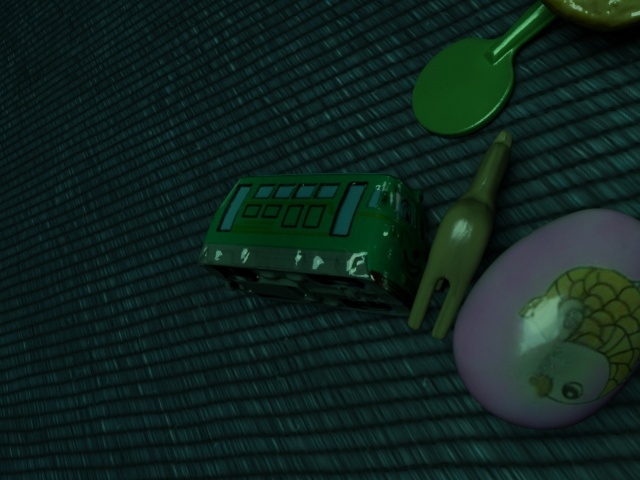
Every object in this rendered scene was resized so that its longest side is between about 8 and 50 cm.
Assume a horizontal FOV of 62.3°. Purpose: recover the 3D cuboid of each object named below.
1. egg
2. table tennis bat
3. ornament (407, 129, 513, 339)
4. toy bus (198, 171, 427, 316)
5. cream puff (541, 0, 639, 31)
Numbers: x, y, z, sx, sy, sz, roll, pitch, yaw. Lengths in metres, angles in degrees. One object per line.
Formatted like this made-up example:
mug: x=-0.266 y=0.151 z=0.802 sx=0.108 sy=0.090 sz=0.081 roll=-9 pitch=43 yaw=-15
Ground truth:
egg: x=0.271 y=0.086 z=0.614 sx=0.196 sy=0.196 sz=0.271 roll=24 pitch=88 yaw=35
table tennis bat: x=0.254 y=-0.269 z=0.823 sx=0.257 sy=0.039 sz=0.160 roll=-42 pitch=58 yaw=23
ornament: x=0.199 y=-0.021 z=0.706 sx=0.061 sy=0.230 sz=0.245 roll=23 pitch=112 yaw=16
toy bus: x=0.000 y=0.000 z=0.824 sx=0.343 sy=0.183 sz=0.200 roll=4 pitch=66 yaw=33
cream puff: x=0.408 y=-0.440 z=0.642 sx=0.327 sy=0.231 sz=0.343 roll=17 pitch=121 yaw=26
